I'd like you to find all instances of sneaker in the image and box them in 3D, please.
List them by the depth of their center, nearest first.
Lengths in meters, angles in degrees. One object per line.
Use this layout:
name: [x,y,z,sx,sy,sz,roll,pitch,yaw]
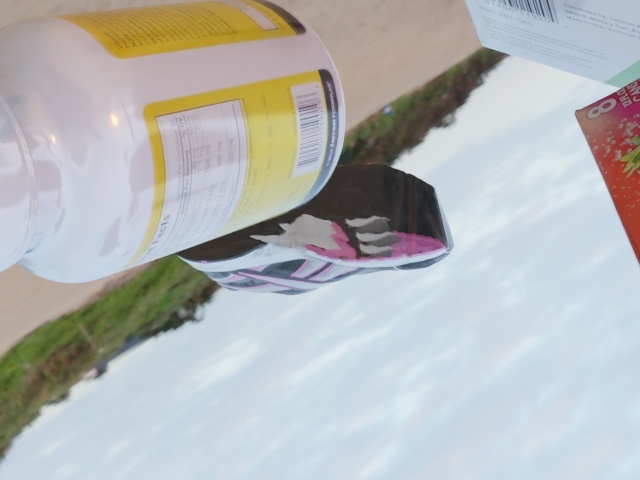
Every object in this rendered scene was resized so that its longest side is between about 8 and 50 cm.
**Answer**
sneaker: [0.000,0.000,0.677,0.178,0.072,0.077,0,152,19]

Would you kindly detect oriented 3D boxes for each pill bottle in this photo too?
pill bottle: [-0.081,-0.042,0.428,0.103,0.103,0.184,-29,174,41]

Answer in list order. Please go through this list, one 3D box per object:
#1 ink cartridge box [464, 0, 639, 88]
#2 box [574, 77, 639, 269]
ink cartridge box: [0.135,-0.157,0.465,0.093,0.160,0.219,-60,152,-10]
box: [0.185,0.035,0.332,0.128,0.123,0.257,-27,-147,18]
